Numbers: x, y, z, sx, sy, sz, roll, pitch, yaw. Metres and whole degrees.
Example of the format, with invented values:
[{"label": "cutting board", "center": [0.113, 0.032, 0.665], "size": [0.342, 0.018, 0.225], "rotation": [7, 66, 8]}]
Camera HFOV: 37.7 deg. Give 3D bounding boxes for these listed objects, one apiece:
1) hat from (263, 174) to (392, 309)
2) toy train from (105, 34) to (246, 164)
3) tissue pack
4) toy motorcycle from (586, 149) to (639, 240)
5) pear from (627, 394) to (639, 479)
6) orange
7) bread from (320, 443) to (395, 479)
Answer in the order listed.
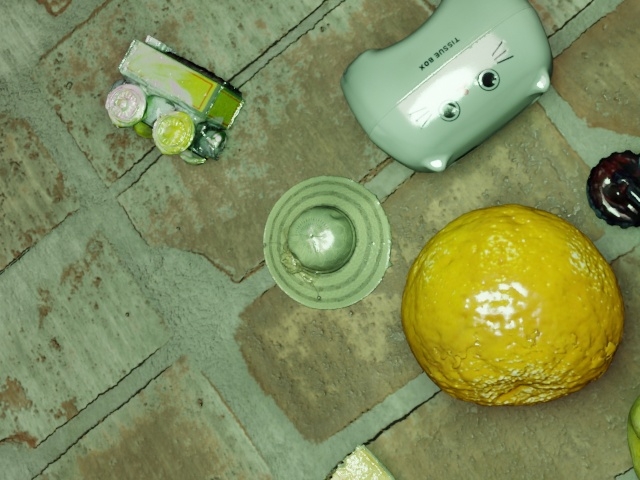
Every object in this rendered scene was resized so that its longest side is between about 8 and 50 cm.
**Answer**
[{"label": "hat", "center": [0.000, 0.000, 1.667], "size": [0.252, 0.110, 0.252], "rotation": [-1, 85, 16]}, {"label": "toy train", "center": [-0.274, -0.255, 1.748], "size": [0.261, 0.134, 0.177], "rotation": [31, 94, 15]}, {"label": "tissue pack", "center": [0.224, -0.262, 1.558], "size": [0.333, 0.229, 0.236], "rotation": [-37, 77, 11]}, {"label": "toy motorcycle", "center": [0.627, -0.016, 1.478], "size": [0.232, 0.172, 0.416], "rotation": [-43, 68, 3]}, {"label": "pear", "center": [0.585, 0.297, 1.435], "size": [0.211, 0.228, 0.188], "rotation": [-17, 42, -4]}, {"label": "orange", "center": [0.295, 0.099, 1.469], "size": [0.341, 0.340, 0.293], "rotation": [-10, 60, 15]}, {"label": "bread", "center": [0.062, 0.430, 1.638], "size": [0.125, 0.082, 0.106], "rotation": [-44, 87, -2]}]
